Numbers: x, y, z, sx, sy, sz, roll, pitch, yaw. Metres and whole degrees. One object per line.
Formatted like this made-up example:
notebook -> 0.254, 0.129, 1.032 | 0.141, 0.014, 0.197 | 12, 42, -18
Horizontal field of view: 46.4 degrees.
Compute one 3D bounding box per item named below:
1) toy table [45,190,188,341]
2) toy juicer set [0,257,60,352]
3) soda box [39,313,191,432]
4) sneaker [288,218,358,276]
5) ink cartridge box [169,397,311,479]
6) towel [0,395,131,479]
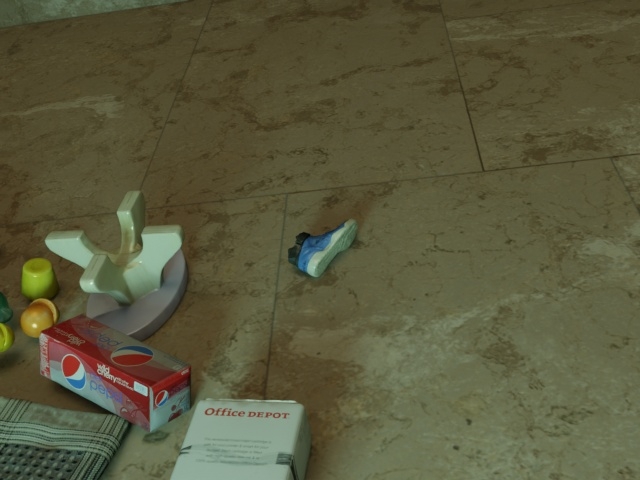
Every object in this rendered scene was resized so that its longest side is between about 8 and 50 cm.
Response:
toy table -> -0.353, 0.043, 1.357 | 0.252, 0.160, 0.274 | -10, 38, 2
toy juicer set -> -0.628, 0.144, 1.334 | 0.329, 0.089, 0.209 | -9, 43, -25
soda box -> -0.328, 0.204, 1.185 | 0.263, 0.083, 0.092 | 17, 24, 31
sneaker -> 0.000, -0.001, 1.404 | 0.085, 0.058, 0.152 | 26, 57, 27
ink cartridge box -> -0.109, 0.324, 0.987 | 0.160, 0.092, 0.219 | 0, 38, 13
towel -> -0.479, 0.330, 1.059 | 0.324, 0.056, 0.312 | 6, 33, 14
